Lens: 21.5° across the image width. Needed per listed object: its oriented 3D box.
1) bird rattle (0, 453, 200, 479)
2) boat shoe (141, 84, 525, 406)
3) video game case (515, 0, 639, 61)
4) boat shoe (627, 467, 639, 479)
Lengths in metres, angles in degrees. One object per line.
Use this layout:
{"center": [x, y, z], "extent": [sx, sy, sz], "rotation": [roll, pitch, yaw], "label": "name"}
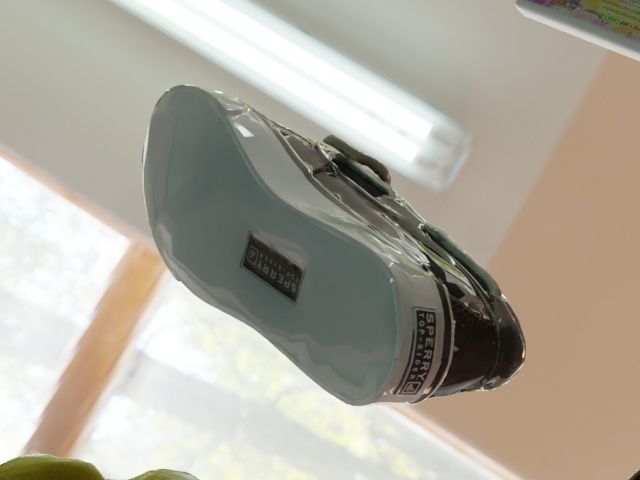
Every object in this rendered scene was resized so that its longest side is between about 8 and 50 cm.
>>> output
{"center": [-0.068, 0.079, 0.370], "extent": [0.253, 0.207, 0.143], "rotation": [51, -124, -44], "label": "bird rattle"}
{"center": [0.001, -0.004, 0.950], "extent": [0.105, 0.306, 0.113], "rotation": [3, -72, -36], "label": "boat shoe"}
{"center": [0.212, -0.176, 1.019], "extent": [0.143, 0.157, 0.019], "rotation": [-54, -48, -4], "label": "video game case"}
{"center": [0.349, 0.130, 1.226], "extent": [0.324, 0.116, 0.123], "rotation": [-44, 13, -1], "label": "boat shoe"}
